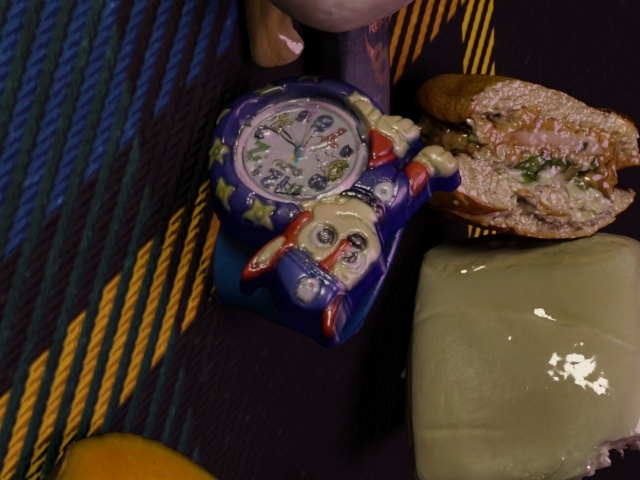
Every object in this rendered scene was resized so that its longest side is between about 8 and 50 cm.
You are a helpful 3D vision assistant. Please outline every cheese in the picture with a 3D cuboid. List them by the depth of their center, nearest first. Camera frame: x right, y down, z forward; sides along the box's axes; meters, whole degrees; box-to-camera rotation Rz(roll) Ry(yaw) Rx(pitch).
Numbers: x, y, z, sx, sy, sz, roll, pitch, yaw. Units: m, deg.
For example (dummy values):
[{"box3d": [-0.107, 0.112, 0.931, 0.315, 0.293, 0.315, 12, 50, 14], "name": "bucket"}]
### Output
[{"box3d": [-0.033, -0.166, 1.062, 0.030, 0.044, 0.083, -71, 159, -54], "name": "cheese"}]

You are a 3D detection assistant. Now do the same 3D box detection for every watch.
[{"box3d": [-0.002, -0.008, 1.095, 0.196, 0.171, 0.200, -53, 160, -20], "name": "watch"}]

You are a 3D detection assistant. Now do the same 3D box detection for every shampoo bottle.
[{"box3d": [0.028, -0.166, 1.184, 0.087, 0.049, 0.234, -47, 143, -51], "name": "shampoo bottle"}]

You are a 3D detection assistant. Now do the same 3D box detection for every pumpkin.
[{"box3d": [-0.162, 0.227, 0.956, 0.130, 0.149, 0.254, -39, 177, 28], "name": "pumpkin"}]

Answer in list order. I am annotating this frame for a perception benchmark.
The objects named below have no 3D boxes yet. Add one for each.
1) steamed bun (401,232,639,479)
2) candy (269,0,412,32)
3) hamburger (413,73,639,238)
[{"box3d": [0.219, 0.134, 1.443, 0.272, 0.290, 0.273, -69, 147, -72], "name": "steamed bun"}, {"box3d": [0.028, -0.285, 0.946, 0.295, 0.185, 0.295, -20, 113, -59], "name": "candy"}, {"box3d": [0.183, -0.075, 1.422, 0.283, 0.156, 0.144, 11, 86, -42], "name": "hamburger"}]
